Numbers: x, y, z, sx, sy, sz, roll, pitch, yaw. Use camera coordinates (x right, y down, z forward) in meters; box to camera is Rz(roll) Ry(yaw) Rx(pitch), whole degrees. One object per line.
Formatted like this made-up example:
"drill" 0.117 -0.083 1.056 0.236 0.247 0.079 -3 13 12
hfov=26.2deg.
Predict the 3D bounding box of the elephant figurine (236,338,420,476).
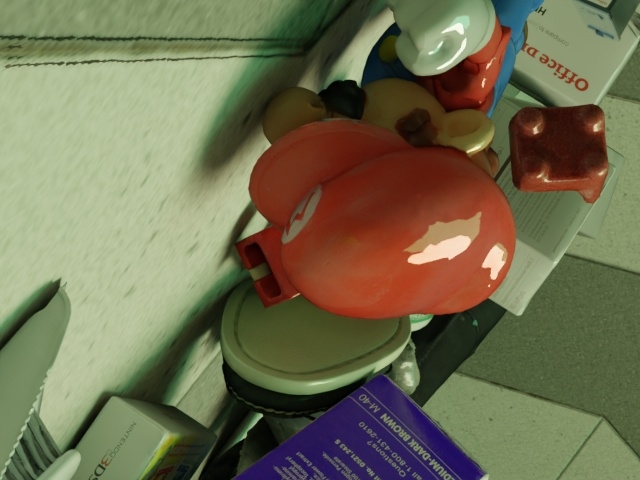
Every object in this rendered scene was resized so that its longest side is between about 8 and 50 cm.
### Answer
"elephant figurine" 0.014 0.202 1.246 0.169 0.186 0.240 -173 -94 -83

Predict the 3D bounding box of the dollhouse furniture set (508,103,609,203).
"dollhouse furniture set" 0.203 -0.173 1.022 0.374 0.201 0.152 -57 173 -9

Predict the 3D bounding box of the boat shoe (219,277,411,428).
"boat shoe" -0.006 0.081 1.025 0.340 0.127 0.113 -64 173 -73

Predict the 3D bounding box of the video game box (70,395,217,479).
"video game box" -0.146 0.187 0.861 0.187 0.048 0.205 -53 172 -5

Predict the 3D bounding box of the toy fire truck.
"toy fire truck" 0.000 0.000 0.936 0.135 0.047 0.192 -27 -179 -15

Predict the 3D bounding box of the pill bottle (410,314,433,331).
"pill bottle" 0.091 -0.029 1.220 0.208 0.117 0.117 -61 172 30

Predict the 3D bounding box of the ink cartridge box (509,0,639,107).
"ink cartridge box" 0.244 -0.227 1.296 0.191 0.139 0.082 -57 173 -2

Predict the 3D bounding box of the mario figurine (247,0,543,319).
"mario figurine" 0.038 -0.092 0.772 0.320 0.170 0.198 -64 145 -47

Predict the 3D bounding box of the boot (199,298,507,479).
"boot" 0.025 0.190 1.567 0.445 0.146 0.367 -47 179 -38

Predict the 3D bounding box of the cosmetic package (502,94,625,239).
"cosmetic package" 0.201 -0.076 1.368 0.238 0.127 0.107 22 87 -58

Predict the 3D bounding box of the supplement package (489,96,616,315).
"supplement package" 0.115 -0.045 1.064 0.105 0.179 0.105 -54 172 -25

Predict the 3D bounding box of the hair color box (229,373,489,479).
"hair color box" -0.060 0.233 0.824 0.339 0.110 0.185 -31 157 -48

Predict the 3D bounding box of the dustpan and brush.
"dustpan and brush" -0.151 0.134 0.557 0.211 0.060 0.147 -51 171 -38
